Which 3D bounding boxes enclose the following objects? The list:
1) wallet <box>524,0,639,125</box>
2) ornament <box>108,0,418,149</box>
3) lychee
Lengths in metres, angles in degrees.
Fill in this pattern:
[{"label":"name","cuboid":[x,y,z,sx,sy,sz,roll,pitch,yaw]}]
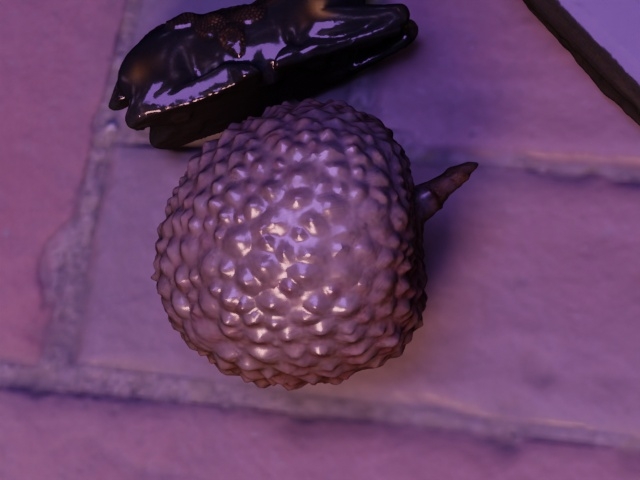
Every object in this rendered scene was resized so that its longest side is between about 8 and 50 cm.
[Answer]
[{"label":"wallet","cuboid":[0.243,-0.193,1.082,0.245,0.052,0.168,-39,66,-2]},{"label":"ornament","cuboid":[-0.063,-0.192,1.167,0.202,0.080,0.236,-21,67,7]},{"label":"lychee","cuboid":[0.000,0.000,1.022,0.197,0.165,0.165,-12,66,-1]}]
